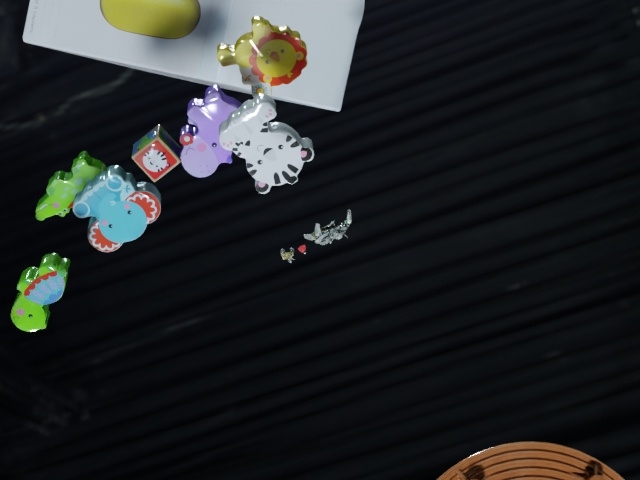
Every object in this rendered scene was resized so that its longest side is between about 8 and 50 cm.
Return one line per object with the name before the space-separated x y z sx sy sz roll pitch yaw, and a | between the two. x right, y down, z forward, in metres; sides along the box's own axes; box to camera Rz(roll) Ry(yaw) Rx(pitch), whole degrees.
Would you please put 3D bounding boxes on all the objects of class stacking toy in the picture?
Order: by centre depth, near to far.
stacking toy | -0.098 -0.041 0.847 0.052 0.221 0.167 49 -165 -22

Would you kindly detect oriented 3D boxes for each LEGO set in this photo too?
LEGO set | 0.000 0.001 1.355 0.023 0.083 0.054 57 -159 17

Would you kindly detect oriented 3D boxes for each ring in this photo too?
ring | 0.227 0.378 1.399 0.032 0.337 0.336 149 105 -71

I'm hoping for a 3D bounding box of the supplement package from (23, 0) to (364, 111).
supplement package | -0.116 -0.256 1.322 0.198 0.263 0.199 5 -81 -55
